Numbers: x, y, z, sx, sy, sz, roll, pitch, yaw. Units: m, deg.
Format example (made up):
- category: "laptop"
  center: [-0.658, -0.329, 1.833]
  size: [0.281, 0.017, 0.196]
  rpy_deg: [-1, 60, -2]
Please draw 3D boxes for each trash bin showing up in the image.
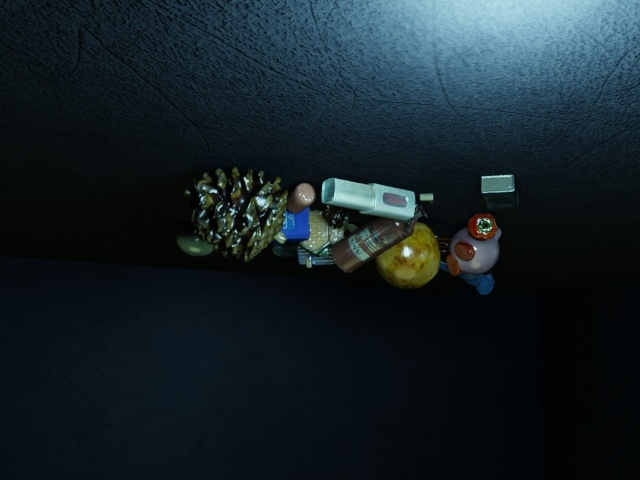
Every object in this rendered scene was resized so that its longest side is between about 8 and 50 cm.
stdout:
- category: "trash bin"
  center: [-0.162, -0.055, 1.841]
  size: [0.234, 0.163, 0.184]
  rpy_deg: [1, 173, -30]

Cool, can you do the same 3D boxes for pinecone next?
- category: "pinecone"
  center: [0.046, -0.077, 1.902]
  size: [0.077, 0.077, 0.083]
  rpy_deg: [-7, 143, 44]
- category: "pinecone"
  center: [-0.199, -0.065, 1.556]
  size: [0.257, 0.244, 0.243]
  rpy_deg: [12, 167, -24]

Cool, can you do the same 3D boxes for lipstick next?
- category: "lipstick"
  center: [0.124, -0.109, 1.666]
  size: [0.252, 0.079, 0.077]
  rpy_deg: [9, 169, -31]

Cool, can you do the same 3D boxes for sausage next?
- category: "sausage"
  center: [-0.056, -0.112, 1.729]
  size: [0.062, 0.062, 0.154]
  rpy_deg: [5, 169, -16]

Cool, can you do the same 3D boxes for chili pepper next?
- category: "chili pepper"
  center: [0.497, -0.040, 1.981]
  size: [0.086, 0.084, 0.192]
  rpy_deg: [-16, 173, 7]

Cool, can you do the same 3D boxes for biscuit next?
- category: "biscuit"
  center: [0.383, 0.023, 2.414]
  size: [0.388, 0.073, 0.107]
  rpy_deg: [3, 170, -5]

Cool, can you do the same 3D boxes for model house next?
- category: "model house"
  center: [0.000, 0.000, 2.060]
  size: [0.166, 0.172, 0.183]
  rpy_deg: [2, 170, 7]

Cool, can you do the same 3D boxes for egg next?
- category: "egg"
  center: [-0.445, -0.001, 2.321]
  size: [0.152, 0.114, 0.114]
  rpy_deg: [14, 165, -37]

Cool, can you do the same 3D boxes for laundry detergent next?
- category: "laundry detergent"
  center: [-0.091, 0.020, 2.429]
  size: [0.143, 0.094, 0.289]
  rpy_deg: [5, 171, -38]

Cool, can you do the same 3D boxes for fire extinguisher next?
- category: "fire extinguisher"
  center: [0.181, -0.013, 1.884]
  size: [0.337, 0.147, 0.106]
  rpy_deg: [-35, 112, 32]

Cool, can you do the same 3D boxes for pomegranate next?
- category: "pomegranate"
  center: [0.283, 0.043, 2.137]
  size: [0.248, 0.248, 0.248]
  rpy_deg: [2, 171, 0]

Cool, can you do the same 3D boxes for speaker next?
- category: "speaker"
  center: [0.460, -0.117, 1.639]
  size: [0.082, 0.044, 0.218]
  rpy_deg: [-1, 170, 19]

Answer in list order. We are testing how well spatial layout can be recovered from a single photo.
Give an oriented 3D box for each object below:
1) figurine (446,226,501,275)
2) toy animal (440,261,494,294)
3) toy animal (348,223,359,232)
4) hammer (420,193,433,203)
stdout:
- category: "figurine"
  center: [0.518, 0.031, 2.163]
  size: [0.173, 0.173, 0.173]
  rpy_deg: [2, 171, 0]
- category: "toy animal"
  center: [0.517, 0.113, 2.299]
  size: [0.239, 0.177, 0.255]
  rpy_deg: [29, 153, -29]
- category: "toy animal"
  center: [0.160, -0.009, 2.210]
  size: [0.219, 0.095, 0.155]
  rpy_deg: [6, 174, -28]
- category: "hammer"
  center: [0.302, -0.112, 1.791]
  size: [0.035, 0.019, 0.110]
  rpy_deg: [-1, 172, 17]
